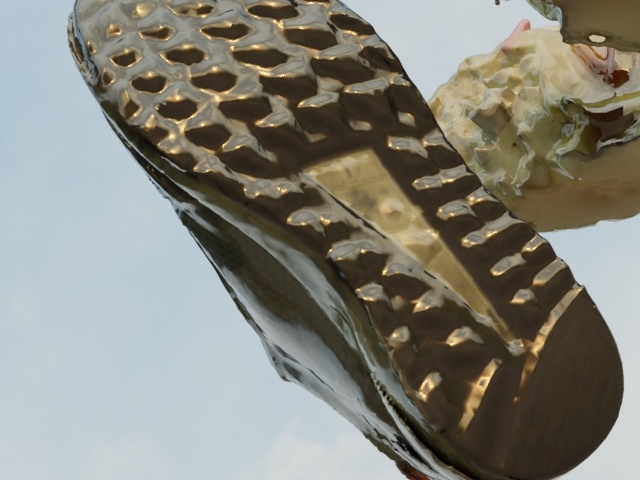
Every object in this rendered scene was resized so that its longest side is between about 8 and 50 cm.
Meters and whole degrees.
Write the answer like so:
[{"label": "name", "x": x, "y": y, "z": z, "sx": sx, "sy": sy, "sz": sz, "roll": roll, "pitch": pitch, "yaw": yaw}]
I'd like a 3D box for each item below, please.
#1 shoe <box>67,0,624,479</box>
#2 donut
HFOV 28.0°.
[{"label": "shoe", "x": 0.000, "y": 0.000, "z": 0.668, "sx": 0.132, "sy": 0.336, "sz": 0.171, "roll": -38, "pitch": -12, "yaw": -22}, {"label": "donut", "x": 0.195, "y": -0.148, "z": 0.806, "sx": 0.307, "sy": 0.150, "sz": 0.371, "roll": -6, "pitch": -31, "yaw": 8}]
